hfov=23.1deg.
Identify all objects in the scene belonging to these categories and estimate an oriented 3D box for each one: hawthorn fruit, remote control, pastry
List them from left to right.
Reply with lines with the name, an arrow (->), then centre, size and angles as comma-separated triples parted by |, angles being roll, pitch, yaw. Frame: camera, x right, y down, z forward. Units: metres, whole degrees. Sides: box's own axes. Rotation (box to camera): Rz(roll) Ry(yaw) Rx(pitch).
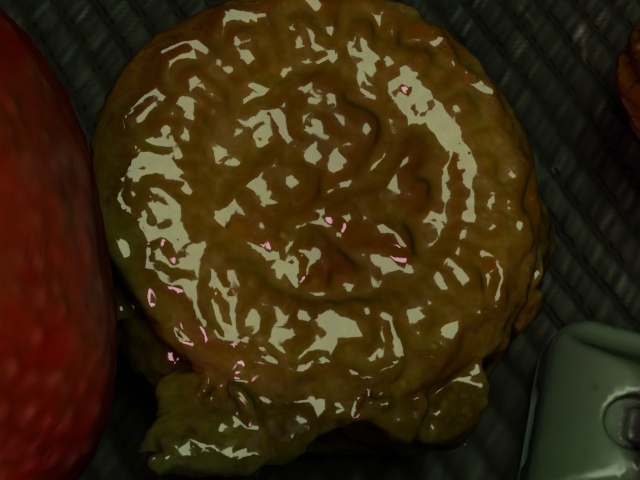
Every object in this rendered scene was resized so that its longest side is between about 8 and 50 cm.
hawthorn fruit -> -0.221, -0.013, 0.647 | 0.287, 0.287, 0.330 | -1, 70, -12
pastry -> 0.000, 0.000, 0.778 | 0.240, 0.132, 0.235 | -8, 75, -17
remote control -> 0.269, 0.135, 0.794 | 0.335, 0.065, 0.128 | 16, 59, -3

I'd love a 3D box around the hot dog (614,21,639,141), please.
hot dog -> 0.281, -0.104, 0.897 | 0.175, 0.114, 0.259 | 39, 61, 15
